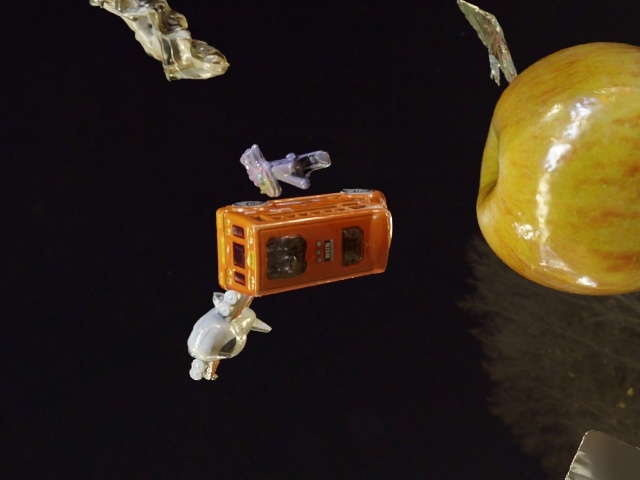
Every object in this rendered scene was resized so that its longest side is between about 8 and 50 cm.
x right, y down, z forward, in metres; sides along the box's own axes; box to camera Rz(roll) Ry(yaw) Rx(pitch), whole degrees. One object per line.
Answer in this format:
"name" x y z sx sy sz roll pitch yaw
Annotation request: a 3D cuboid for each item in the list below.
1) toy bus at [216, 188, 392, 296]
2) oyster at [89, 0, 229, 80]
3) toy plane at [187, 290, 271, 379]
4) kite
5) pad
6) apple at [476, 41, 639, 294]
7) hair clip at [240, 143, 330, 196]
"toy bus" 0.000 0.000 1.156 0.329 0.153 0.143 -8 -76 -35
"oyster" -0.325 -0.420 1.359 0.115 0.351 0.238 -45 -46 1
"toy plane" -0.195 0.193 1.501 0.245 0.117 0.245 -57 -10 -16
"kite" 0.370 -0.406 1.485 0.013 0.268 0.323 -24 -58 33
"pad" 0.611 0.495 1.458 0.004 0.181 0.267 -49 -29 -38
"apple" 0.410 -0.104 1.094 0.333 0.400 0.401 -8 -63 -8
"hair clip" -0.106 -0.169 1.636 0.090 0.278 0.137 -50 -58 -34
